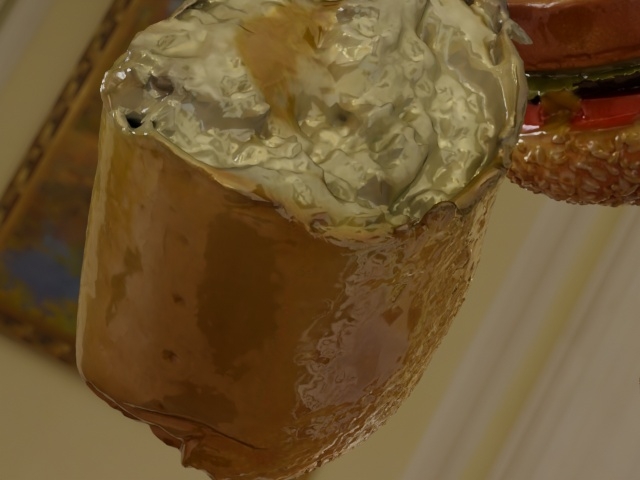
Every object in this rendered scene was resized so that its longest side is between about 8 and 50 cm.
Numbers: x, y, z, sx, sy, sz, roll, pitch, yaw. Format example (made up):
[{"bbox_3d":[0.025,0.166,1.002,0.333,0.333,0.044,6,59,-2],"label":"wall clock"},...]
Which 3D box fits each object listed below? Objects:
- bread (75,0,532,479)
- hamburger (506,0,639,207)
[{"bbox_3d":[0.000,0.000,1.453,0.250,0.361,0.394,33,-46,23],"label":"bread"},{"bbox_3d":[0.305,-0.173,1.813,0.330,0.330,0.250,16,-53,55],"label":"hamburger"}]
